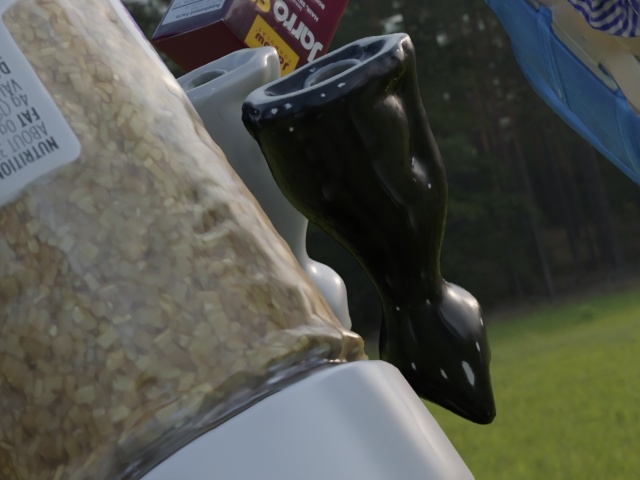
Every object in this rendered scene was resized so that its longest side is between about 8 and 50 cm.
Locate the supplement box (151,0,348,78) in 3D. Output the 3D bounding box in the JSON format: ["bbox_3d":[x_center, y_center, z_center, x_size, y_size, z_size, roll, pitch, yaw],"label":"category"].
[{"bbox_3d":[-0.040,-0.200,1.100,0.080,0.188,0.104,-8,-40,42],"label":"supplement box"}]

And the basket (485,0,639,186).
[{"bbox_3d":[0.171,-0.079,0.483,0.201,0.255,0.289,-37,-26,-17],"label":"basket"}]

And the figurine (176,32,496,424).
[{"bbox_3d":[0.000,0.000,0.796,0.092,0.210,0.215,-32,21,-27],"label":"figurine"}]

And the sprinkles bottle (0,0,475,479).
[{"bbox_3d":[-0.100,-0.030,0.428,0.121,0.355,0.121,-32,-18,-12],"label":"sprinkles bottle"}]
